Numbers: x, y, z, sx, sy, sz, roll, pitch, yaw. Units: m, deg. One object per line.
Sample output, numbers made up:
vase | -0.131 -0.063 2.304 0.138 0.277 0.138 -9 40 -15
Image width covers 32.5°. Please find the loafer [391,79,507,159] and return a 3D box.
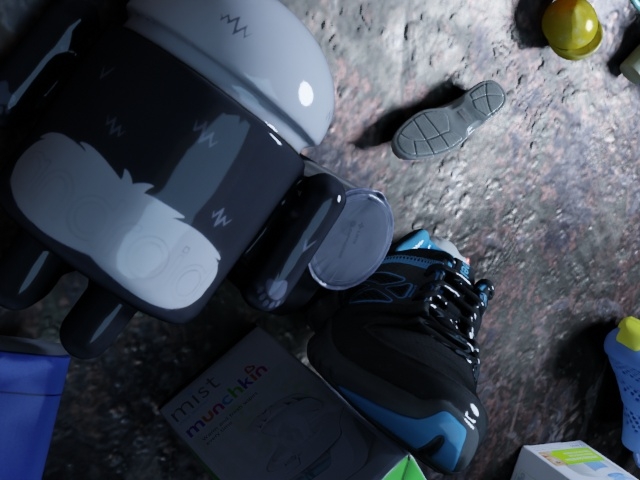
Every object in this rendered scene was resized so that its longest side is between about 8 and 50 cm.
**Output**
loafer | 0.115 -0.104 1.005 0.125 0.039 0.045 -30 87 -20

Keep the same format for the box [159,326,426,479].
box | 0.012 0.237 0.968 0.127 0.231 0.262 -41 131 -14

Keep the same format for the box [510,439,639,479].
box | 0.324 0.329 1.270 0.114 0.203 0.103 4 109 -39

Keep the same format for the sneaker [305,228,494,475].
sneaker | 0.070 0.066 0.862 0.125 0.341 0.139 43 93 -14

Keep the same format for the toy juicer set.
toy juicer set | 0.312 -0.249 1.049 0.329 0.089 0.209 26 95 -43

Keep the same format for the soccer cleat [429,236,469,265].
soccer cleat | 0.093 0.091 1.074 0.076 0.068 0.196 -3 107 -31

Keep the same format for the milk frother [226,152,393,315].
milk frother | 0.000 0.000 0.904 0.143 0.135 0.129 12 105 -41

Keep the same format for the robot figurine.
robot figurine | -0.112 -0.054 0.771 0.278 0.174 0.209 -55 135 -2

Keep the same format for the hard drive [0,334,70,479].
hard drive | -0.320 0.217 0.792 0.210 0.040 0.318 10 101 -29

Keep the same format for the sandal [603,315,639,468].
sandal | 0.421 0.208 1.345 0.138 0.126 0.317 -48 131 -3
